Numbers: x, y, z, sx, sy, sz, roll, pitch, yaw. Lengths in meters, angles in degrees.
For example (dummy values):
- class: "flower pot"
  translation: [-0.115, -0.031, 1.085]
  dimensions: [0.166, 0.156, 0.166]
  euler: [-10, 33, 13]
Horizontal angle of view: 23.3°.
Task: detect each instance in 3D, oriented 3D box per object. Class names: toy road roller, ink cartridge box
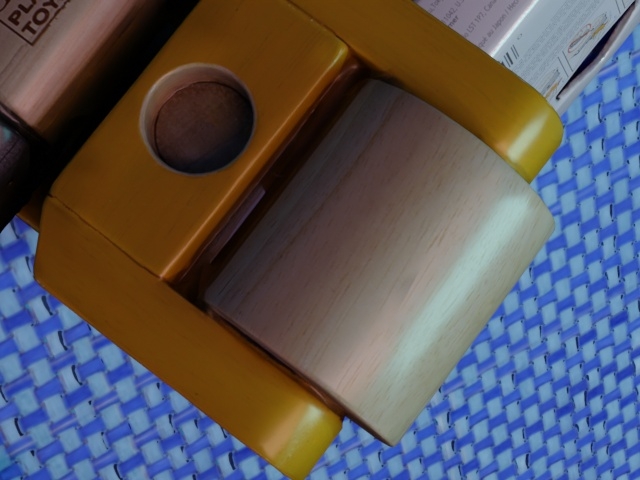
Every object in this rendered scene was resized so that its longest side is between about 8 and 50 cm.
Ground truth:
- class: "toy road roller"
  translation: [-0.051, -0.036, 0.796]
  dimensions: [0.202, 0.329, 0.240]
  euler: [-52, 166, -6]
- class: "ink cartridge box"
  translation: [0.148, -0.158, 0.985]
  dimensions: [0.296, 0.066, 0.261]
  euler: [-51, 166, 4]
